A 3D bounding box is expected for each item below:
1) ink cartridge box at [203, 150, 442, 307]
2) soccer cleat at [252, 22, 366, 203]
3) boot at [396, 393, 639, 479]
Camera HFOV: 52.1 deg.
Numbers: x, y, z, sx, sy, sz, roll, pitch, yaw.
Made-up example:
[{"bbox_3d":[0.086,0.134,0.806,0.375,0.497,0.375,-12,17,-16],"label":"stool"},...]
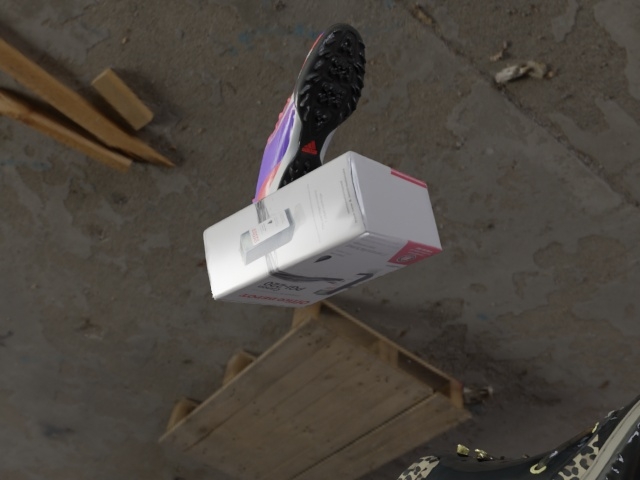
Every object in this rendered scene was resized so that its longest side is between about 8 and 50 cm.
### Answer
[{"bbox_3d":[0.000,0.000,0.734,0.217,0.092,0.158,-23,158,34],"label":"ink cartridge box"},{"bbox_3d":[-0.028,-0.171,0.985,0.108,0.116,0.318,9,104,-37],"label":"soccer cleat"},{"bbox_3d":[0.149,0.154,0.431,0.085,0.236,0.178,55,160,-7],"label":"boot"}]
